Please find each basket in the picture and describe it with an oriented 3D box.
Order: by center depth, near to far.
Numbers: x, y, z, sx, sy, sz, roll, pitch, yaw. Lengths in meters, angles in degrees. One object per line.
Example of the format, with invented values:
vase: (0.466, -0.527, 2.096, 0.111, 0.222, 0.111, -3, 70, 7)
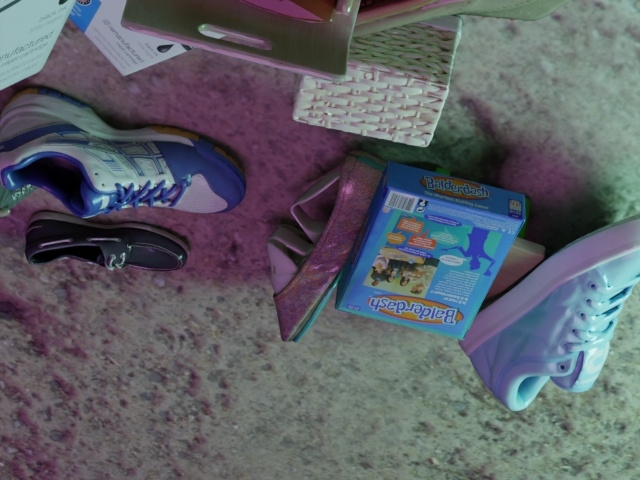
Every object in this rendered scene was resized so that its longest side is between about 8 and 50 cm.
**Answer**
basket: (0.056, -0.179, 1.707, 0.167, 0.103, 0.113, 10, 141, -5)

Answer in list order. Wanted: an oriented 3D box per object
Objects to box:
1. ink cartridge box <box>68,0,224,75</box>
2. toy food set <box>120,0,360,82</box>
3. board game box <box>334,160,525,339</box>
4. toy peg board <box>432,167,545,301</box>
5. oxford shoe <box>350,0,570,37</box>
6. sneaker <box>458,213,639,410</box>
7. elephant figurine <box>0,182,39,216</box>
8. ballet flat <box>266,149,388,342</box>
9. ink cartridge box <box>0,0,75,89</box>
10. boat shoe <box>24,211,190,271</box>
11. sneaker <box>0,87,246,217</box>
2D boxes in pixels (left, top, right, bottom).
ink cartridge box: (-0.156, -0.272, 1.645, 0.203, 0.086, 0.148, -18, 133, 28)
toy food set: (-0.045, -0.317, 1.484, 0.220, 0.092, 0.306, 13, 108, -6)
board game box: (0.121, 0.015, 1.832, 0.160, 0.047, 0.210, 14, 134, -8)
toy peg board: (0.166, -0.010, 1.927, 0.161, 0.079, 0.160, 19, 154, -12)
oxford shoe: (0.156, -0.250, 1.597, 0.348, 0.123, 0.130, -13, 138, 23)
sneaker: (0.312, 0.093, 1.926, 0.135, 0.150, 0.366, -21, 165, -35)
elephant figurine: (-0.431, -0.045, 1.834, 0.239, 0.186, 0.169, -42, 111, 0)
ballet flat: (0.000, 0.000, 1.946, 0.106, 0.107, 0.316, 33, 129, -5)
ink cartridge box: (-0.328, -0.291, 1.447, 0.166, 0.285, 0.395, 44, 132, 9)
boat shoe: (-0.267, 0.018, 2.018, 0.206, 0.065, 0.075, 10, 140, -4)
sneaker: (-0.233, -0.067, 1.864, 0.296, 0.131, 0.112, 15, 137, -11)
